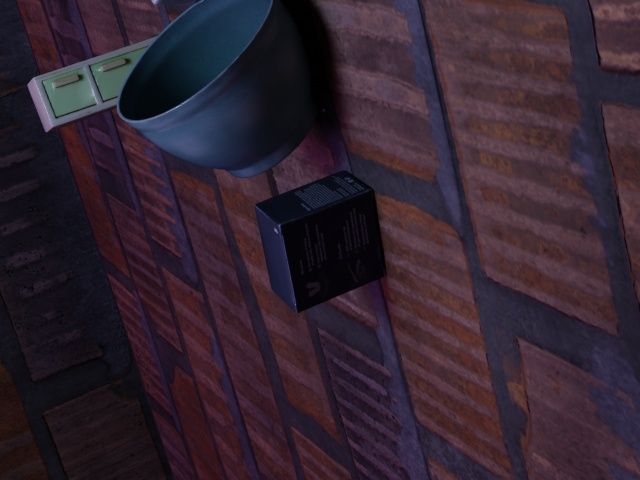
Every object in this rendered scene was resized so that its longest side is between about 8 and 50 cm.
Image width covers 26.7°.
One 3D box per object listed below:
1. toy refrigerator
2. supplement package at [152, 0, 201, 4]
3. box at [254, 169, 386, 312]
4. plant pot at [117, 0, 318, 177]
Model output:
[{"bbox_3d":[-0.416,-0.304,2.608,0.102,0.269,0.094,70,161,-4],"label":"toy refrigerator"},{"bbox_3d":[-0.188,-0.446,2.009,0.179,0.105,0.105,-40,72,39],"label":"supplement package"},{"bbox_3d":[0.000,0.000,2.020,0.093,0.158,0.156,40,146,53],"label":"box"},{"bbox_3d":[-0.128,-0.217,1.999,0.196,0.293,0.293,48,171,-30],"label":"plant pot"}]
